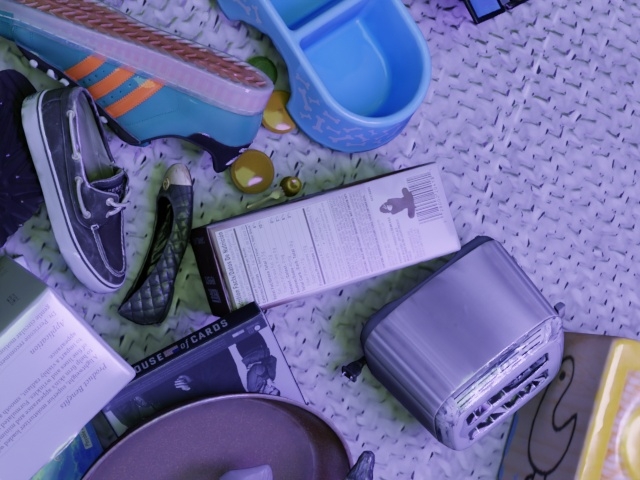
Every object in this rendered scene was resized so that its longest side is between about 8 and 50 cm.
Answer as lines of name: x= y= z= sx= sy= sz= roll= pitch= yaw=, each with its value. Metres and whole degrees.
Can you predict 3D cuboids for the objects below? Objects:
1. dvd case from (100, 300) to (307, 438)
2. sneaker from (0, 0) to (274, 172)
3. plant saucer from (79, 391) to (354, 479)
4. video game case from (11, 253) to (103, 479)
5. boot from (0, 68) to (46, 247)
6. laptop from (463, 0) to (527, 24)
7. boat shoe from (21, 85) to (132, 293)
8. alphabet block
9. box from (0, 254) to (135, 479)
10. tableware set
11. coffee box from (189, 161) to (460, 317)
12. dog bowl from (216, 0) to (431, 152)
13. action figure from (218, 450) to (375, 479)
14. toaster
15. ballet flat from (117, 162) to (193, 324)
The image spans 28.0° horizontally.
dvd case: x=-0.100 y=0.189 z=1.281 sx=0.179 sy=0.029 sz=0.239 roll=-28 pitch=129 yaw=-7
sneaker: x=-0.206 y=-0.159 z=1.293 sx=0.302 sy=0.108 sz=0.121 roll=22 pitch=114 yaw=-3
plant saucer: x=-0.115 y=0.267 z=1.273 sx=0.310 sy=0.050 sz=0.311 roll=-12 pitch=125 yaw=-18
video game case: x=-0.360 y=0.182 z=1.273 sx=0.244 sy=0.061 sz=0.270 roll=-22 pitch=93 yaw=-13
boot: x=-0.427 y=-0.030 z=1.225 sx=0.260 sy=0.348 sz=0.131 roll=-6 pitch=128 yaw=23
laptop: x=0.203 y=-0.380 z=1.393 sx=0.264 sy=0.136 sz=0.234 roll=-28 pitch=95 yaw=-13
boat shoe: x=-0.228 y=-0.047 z=1.274 sx=0.070 sy=0.078 sz=0.219 roll=-7 pitch=115 yaw=22
alphabet block: x=0.330 y=0.211 z=1.372 sx=0.193 sy=0.197 sz=0.192 roll=16 pitch=84 yaw=-13
box: x=-0.291 y=0.126 z=1.156 sx=0.181 sy=0.182 sz=0.119 roll=-45 pitch=114 yaw=-13
tableware set: x=-0.065 y=-0.116 z=1.378 sx=0.104 sy=0.024 sz=0.154 roll=-25 pitch=93 yaw=-17
coffee box: x=0.000 y=0.000 z=1.328 sx=0.246 sy=0.141 sz=0.098 roll=-16 pitch=92 yaw=-13
dog bowl: x=0.007 y=-0.236 z=1.362 sx=0.166 sy=0.074 sz=0.297 roll=-35 pitch=96 yaw=-20
action figure: x=0.053 y=0.380 z=1.261 sx=0.341 sy=0.330 sz=0.178 roll=15 pitch=48 yaw=23
toaster: x=0.148 y=0.114 z=1.341 sx=0.227 sy=0.129 sz=0.146 roll=-36 pitch=59 yaw=-13
ballet flat: x=-0.167 y=0.003 z=1.326 sx=0.049 sy=0.057 sz=0.173 roll=14 pitch=86 yaw=-27
